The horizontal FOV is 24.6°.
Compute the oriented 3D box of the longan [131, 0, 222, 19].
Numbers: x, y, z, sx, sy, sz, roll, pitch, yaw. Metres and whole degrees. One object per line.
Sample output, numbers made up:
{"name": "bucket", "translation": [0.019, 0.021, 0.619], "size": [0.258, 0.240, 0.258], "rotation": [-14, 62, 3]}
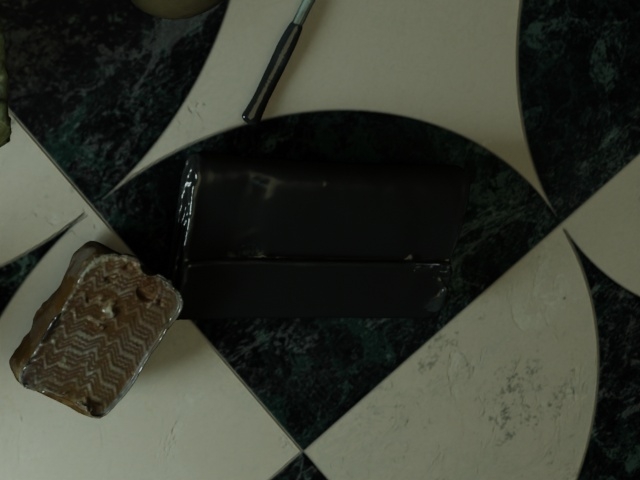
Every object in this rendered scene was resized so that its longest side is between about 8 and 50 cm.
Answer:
{"name": "longan", "translation": [-0.155, -0.344, 1.686], "size": [0.189, 0.189, 0.189], "rotation": [-9, 113, -22]}

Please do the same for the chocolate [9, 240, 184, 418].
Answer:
{"name": "chocolate", "translation": [-0.282, 0.105, 1.835], "size": [0.148, 0.093, 0.214], "rotation": [31, 95, -33]}

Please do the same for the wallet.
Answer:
{"name": "wallet", "translation": [0.000, 0.000, 1.946], "size": [0.406, 0.062, 0.228], "rotation": [1, 109, -26]}

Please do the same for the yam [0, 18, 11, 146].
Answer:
{"name": "yam", "translation": [-0.465, -0.135, 1.613], "size": [0.304, 0.168, 0.168], "rotation": [-29, 119, -12]}

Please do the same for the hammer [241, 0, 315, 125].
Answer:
{"name": "hammer", "translation": [-0.041, -0.259, 1.847], "size": [0.103, 0.029, 0.246], "rotation": [24, 99, -31]}
